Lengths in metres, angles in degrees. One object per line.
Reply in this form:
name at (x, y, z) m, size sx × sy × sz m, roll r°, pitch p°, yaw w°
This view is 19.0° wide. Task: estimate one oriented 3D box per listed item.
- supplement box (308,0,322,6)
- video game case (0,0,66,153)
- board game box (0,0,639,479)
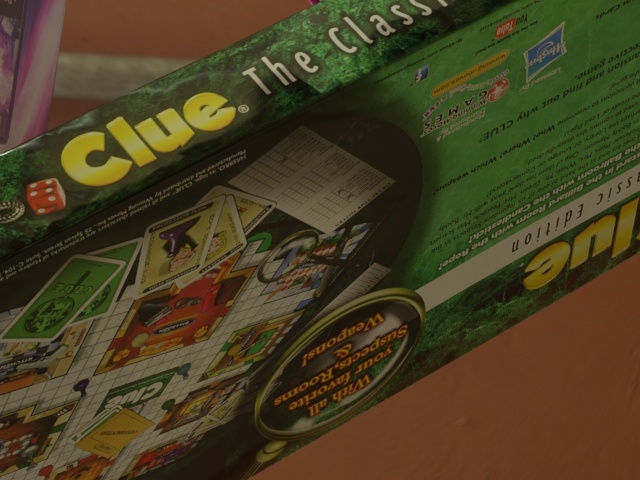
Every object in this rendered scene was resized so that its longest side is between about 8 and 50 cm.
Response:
supplement box at (0.006, -0.203, 0.731) m, size 0.114 × 0.111 × 0.220 m, roll -24°, pitch -71°, yaw 23°
video game case at (-0.152, -0.028, 0.697) m, size 0.026 × 0.196 × 0.274 m, roll 8°, pitch -88°, yaw 16°
board game box at (0.000, 0.000, 0.454) m, size 0.259 × 0.136 × 0.030 m, roll -28°, pitch -125°, yaw -23°
